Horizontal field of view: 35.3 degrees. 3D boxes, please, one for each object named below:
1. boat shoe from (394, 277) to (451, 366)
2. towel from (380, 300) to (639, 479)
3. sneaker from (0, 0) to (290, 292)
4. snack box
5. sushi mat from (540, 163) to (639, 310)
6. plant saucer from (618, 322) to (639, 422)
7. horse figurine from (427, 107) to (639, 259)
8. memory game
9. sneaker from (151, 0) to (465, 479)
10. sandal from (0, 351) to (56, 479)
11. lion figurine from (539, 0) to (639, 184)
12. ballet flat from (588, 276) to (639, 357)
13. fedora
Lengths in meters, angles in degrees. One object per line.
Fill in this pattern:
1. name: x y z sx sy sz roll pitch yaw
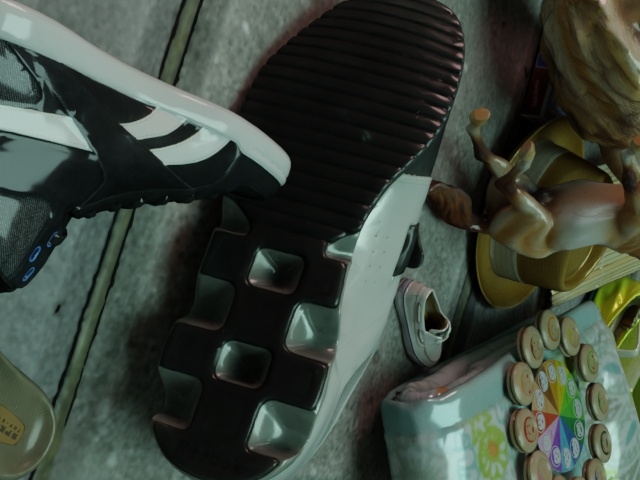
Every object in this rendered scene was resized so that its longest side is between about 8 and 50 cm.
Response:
1. boat shoe: 0.091 0.073 0.842 0.035 0.035 0.100 -49 138 -33
2. towel: 0.203 0.245 0.929 0.374 0.090 0.321 -16 93 -50
3. sneaker: -0.113 -0.026 0.490 0.217 0.079 0.121 23 87 -47
4. snack box: 0.232 -0.194 0.947 0.064 0.022 0.178 16 90 -58
5. sushi mat: 0.361 -0.031 1.128 0.316 0.019 0.151 -18 117 -34
6. plant saucer: 0.428 0.187 1.352 0.188 0.045 0.188 -52 140 -30
7. horse figurine: 0.206 -0.032 0.814 0.174 0.263 0.066 75 20 -53
8. memory game: 0.214 0.152 0.886 0.186 0.012 0.186 17 67 -47
9. sneaker: 0.000 0.000 0.637 0.331 0.122 0.146 -65 163 -15
10. sandal: -0.174 0.069 0.456 0.072 0.049 0.180 -63 144 -17
11. lion figurine: 0.305 -0.155 0.936 0.240 0.142 0.392 60 22 -3
12. ballet flat: 0.316 0.132 1.146 0.231 0.077 0.077 -55 142 -26
13. fedora: 0.221 -0.016 0.936 0.194 0.079 0.194 -30 132 -40
